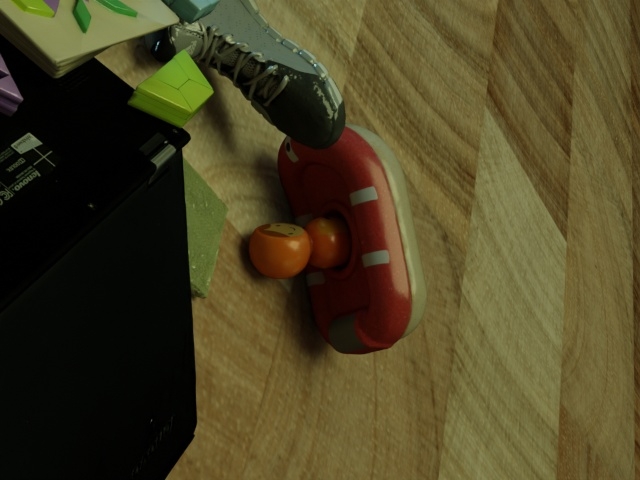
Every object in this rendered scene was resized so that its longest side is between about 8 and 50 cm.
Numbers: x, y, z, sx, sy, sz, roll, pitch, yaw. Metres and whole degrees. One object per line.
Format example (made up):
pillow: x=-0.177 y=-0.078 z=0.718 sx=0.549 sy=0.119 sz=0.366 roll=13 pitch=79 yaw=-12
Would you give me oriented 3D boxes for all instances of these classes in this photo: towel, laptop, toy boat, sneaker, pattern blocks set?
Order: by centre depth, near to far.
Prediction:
laptop: x=-0.259 y=0.047 z=0.709 sx=0.408 sy=0.236 sz=0.382 roll=40 pitch=35 yaw=-3
pattern blocks set: x=-0.194 y=-0.186 z=0.793 sx=0.285 sy=0.026 sz=0.325 roll=36 pitch=30 yaw=-11
towel: x=-0.132 y=-0.026 z=0.957 sx=0.148 sy=0.027 sz=0.110 roll=48 pitch=39 yaw=-41
sneaker: x=-0.087 y=-0.160 z=1.020 sx=0.229 sy=0.086 sz=0.132 roll=49 pitch=39 yaw=11
toy boat: x=0.000 y=0.000 z=1.091 sx=0.151 sy=0.151 sz=0.231 roll=-6 pitch=81 yaw=-31
